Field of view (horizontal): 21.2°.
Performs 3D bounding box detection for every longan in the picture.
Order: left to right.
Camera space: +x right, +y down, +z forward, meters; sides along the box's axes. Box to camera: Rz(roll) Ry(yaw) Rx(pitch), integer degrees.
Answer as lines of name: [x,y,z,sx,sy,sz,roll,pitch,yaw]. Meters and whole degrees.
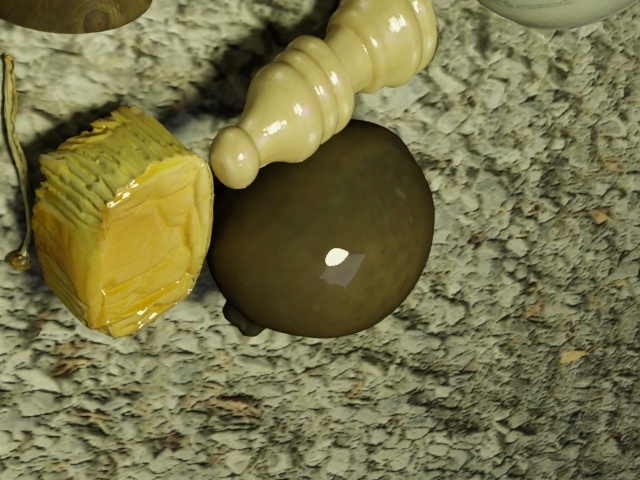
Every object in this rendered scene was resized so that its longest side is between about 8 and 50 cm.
longan: [0.000,0.000,1.980,0.300,0.243,0.300,-32,152,-20]

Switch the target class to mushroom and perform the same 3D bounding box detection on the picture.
mushroom: [-0.319,-0.079,1.800,0.026,0.028,0.286,9,129,3]

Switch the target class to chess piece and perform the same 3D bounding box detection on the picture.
chess piece: [-0.007,-0.170,1.861,0.307,0.124,0.139,-42,173,-29]

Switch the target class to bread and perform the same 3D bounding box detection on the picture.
bread: [-0.220,-0.021,1.849,0.179,0.133,0.250,-25,141,-27]

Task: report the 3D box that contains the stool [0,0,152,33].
stool: [-0.222,-0.338,1.508,0.179,0.179,0.264,-17,135,-32]

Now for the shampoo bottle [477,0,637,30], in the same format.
shampoo bottle: [0.247,-0.387,1.825,0.273,0.273,0.266,-36,133,-11]

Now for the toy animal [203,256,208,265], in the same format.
toy animal: [-0.149,0.026,2.026,0.083,0.060,0.081,19,71,-49]
